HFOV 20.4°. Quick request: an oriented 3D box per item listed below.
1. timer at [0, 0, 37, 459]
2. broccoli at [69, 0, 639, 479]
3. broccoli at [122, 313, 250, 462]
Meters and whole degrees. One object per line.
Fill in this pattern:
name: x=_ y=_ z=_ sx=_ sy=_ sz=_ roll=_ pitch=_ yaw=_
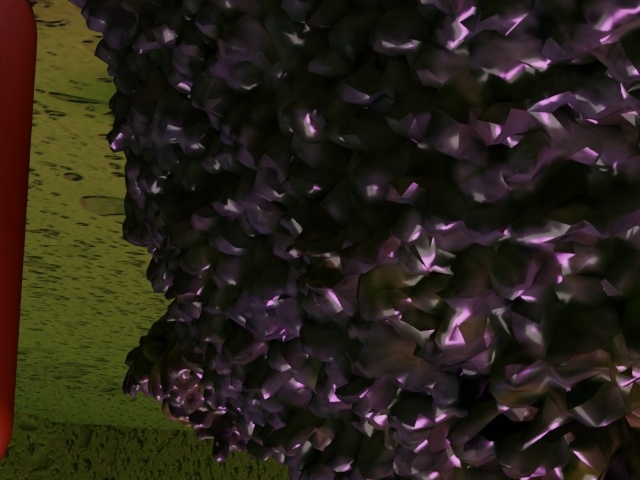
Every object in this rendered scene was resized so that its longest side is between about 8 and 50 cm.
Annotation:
timer: x=-0.214 y=-0.025 z=0.803 sx=0.161 sy=0.257 sz=0.250 roll=-6 pitch=163 yaw=22
broccoli: x=0.062 y=-0.026 z=0.595 sx=0.277 sy=0.338 sz=0.317 roll=32 pitch=-152 yaw=33
broccoli: x=0.000 y=0.000 z=1.061 sx=0.245 sy=0.248 sz=0.288 roll=41 pitch=-169 yaw=18
